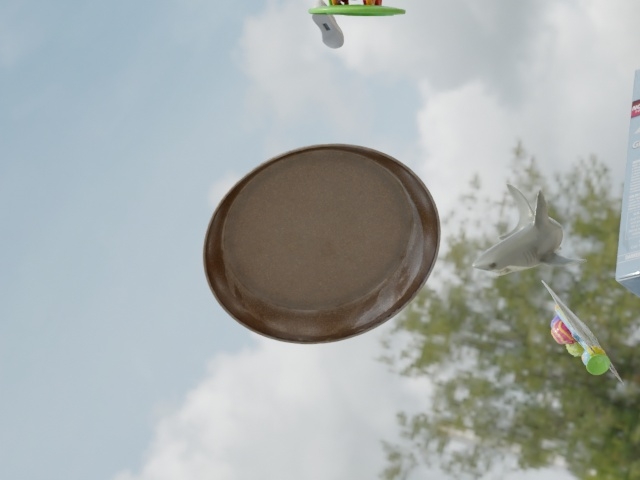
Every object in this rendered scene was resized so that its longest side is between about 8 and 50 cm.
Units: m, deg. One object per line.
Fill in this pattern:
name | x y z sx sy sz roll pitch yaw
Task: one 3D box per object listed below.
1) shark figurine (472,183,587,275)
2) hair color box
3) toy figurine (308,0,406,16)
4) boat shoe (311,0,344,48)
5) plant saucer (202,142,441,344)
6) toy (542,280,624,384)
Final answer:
shark figurine | 0.346 -0.030 2.042 0.278 0.166 0.116 -46 -50 -65
hair color box | 0.549 -0.074 1.891 0.185 0.114 0.374 33 -124 -34
toy figurine | 0.055 -0.381 1.702 0.173 0.130 0.159 -25 -63 -72
boat shoe | 0.011 -0.336 1.972 0.100 0.035 0.035 50 -144 -54
plant saucer | 0.000 0.000 1.656 0.050 0.311 0.310 -107 9 -56
toy | 0.463 0.178 2.332 0.056 0.237 0.137 -42 -68 8
